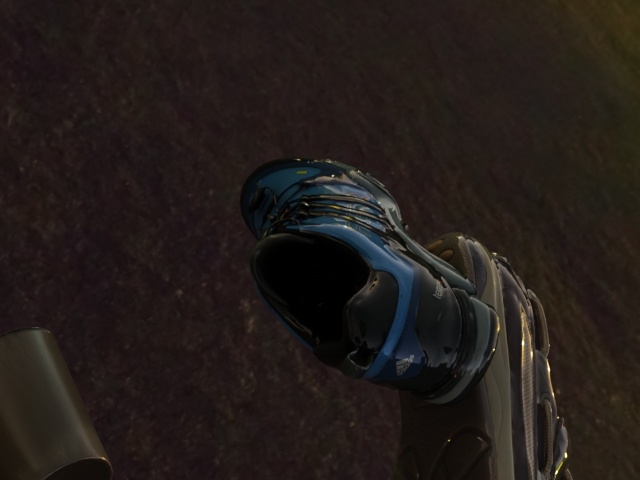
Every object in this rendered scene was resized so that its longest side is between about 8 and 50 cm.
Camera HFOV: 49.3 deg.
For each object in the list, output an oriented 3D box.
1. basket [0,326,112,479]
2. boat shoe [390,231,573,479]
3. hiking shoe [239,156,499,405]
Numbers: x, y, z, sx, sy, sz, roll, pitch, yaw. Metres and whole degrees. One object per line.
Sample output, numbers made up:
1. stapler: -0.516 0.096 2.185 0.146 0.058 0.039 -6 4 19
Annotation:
1. basket: -0.394 0.265 0.942 0.227 0.204 0.154 40 -4 34
2. boat shoe: 0.133 0.168 0.528 0.130 0.132 0.355 14 69 -28
3. hiking shoe: 0.000 0.000 0.528 0.132 0.113 0.304 17 15 -38
